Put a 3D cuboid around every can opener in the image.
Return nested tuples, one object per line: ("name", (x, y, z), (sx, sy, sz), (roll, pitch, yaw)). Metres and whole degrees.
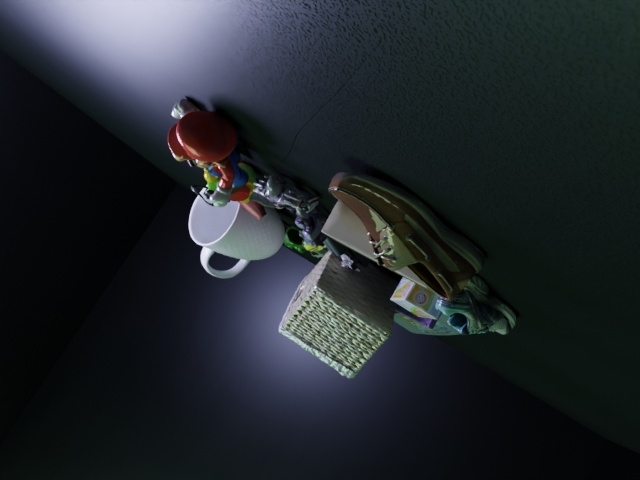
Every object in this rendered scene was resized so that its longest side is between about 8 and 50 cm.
("can opener", (0.060, 0.006, 1.383), (0.280, 0.093, 0.074), (47, 168, -35))

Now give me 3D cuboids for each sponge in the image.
("sponge", (0.344, 0.223, 1.466), (0.031, 0.117, 0.210), (37, 172, -27))

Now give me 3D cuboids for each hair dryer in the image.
("hair dryer", (-0.291, -0.149, 1.355), (0.080, 0.224, 0.293), (-30, 139, 33))

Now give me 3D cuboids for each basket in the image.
("basket", (0.083, 0.240, 1.521), (0.331, 0.266, 0.328), (35, -147, -4))

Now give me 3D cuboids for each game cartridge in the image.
("game cartridge", (0.400, 0.291, 1.569), (0.198, 0.062, 0.297), (39, 150, -24))

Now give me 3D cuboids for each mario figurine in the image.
("mario figurine", (-0.281, -0.204, 1.010), (0.198, 0.170, 0.320), (33, 175, 7))

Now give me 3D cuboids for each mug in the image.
("mug", (-0.331, -0.019, 1.686), (0.276, 0.374, 0.328), (32, -178, 40))

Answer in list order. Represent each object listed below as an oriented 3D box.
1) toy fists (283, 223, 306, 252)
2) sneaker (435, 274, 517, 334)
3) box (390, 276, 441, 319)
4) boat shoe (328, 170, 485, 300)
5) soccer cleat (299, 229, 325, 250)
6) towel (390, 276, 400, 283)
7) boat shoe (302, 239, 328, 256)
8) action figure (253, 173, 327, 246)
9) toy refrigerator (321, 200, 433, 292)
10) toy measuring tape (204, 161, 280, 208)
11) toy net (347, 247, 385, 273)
("toy fists", (-0.172, -0.034, 2.026), (0.279, 0.096, 0.142), (29, 174, 13))
("sneaker", (0.362, 0.173, 1.010), (0.283, 0.122, 0.110), (36, 172, -32))
("box", (0.288, 0.150, 1.211), (0.103, 0.114, 0.203), (31, 172, 3))
("boat shoe", (0.145, -0.003, 0.743), (0.324, 0.117, 0.123), (33, 173, -11))
("soccer cleat", (-0.001, 0.001, 1.533), (0.121, 0.094, 0.289), (25, 172, 10))
("towel", (0.310, 0.232, 1.809), (0.374, 0.090, 0.320), (28, 173, 29))
("boat shoe", (-0.016, 0.039, 1.922), (0.083, 0.076, 0.226), (26, 171, 43))
("action figure", (-0.071, -0.098, 1.151), (0.185, 0.099, 0.285), (36, 173, 36))
("toy refrigerator", (0.147, 0.007, 0.935), (0.269, 0.094, 0.102), (29, 179, 28))
("toy measuring tape", (-0.207, -0.167, 1.300), (0.121, 0.122, 0.330), (26, -173, 42))
("toy net", (0.144, 0.102, 1.645), (0.232, 0.045, 0.122), (45, 129, -13))
